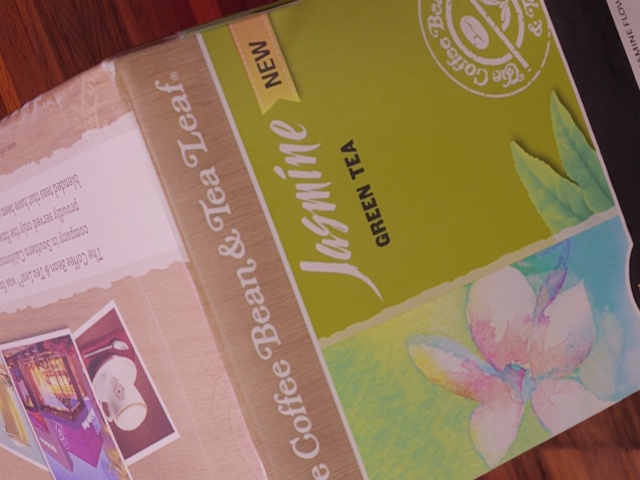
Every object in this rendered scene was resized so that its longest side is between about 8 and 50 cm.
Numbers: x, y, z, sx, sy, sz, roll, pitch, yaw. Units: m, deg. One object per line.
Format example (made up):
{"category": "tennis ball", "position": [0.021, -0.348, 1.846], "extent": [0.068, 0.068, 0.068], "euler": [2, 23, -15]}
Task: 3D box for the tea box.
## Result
{"category": "tea box", "position": [0.000, 0.000, 0.808], "extent": [0.329, 0.323, 0.220], "euler": [-15, 97, 58]}
